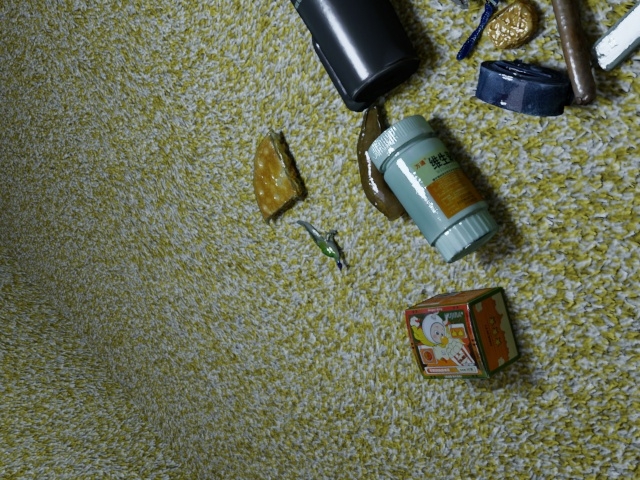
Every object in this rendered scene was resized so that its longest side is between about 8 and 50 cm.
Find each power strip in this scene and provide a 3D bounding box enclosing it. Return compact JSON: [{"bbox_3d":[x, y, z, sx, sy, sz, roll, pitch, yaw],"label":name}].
[{"bbox_3d":[0.571,-0.389,1.370,0.060,0.027,0.253,57,137,14],"label":"power strip"}]

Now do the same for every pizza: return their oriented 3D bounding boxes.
[{"bbox_3d":[-0.116,-0.169,2.166,0.197,0.058,0.292,24,122,38],"label":"pizza"}]

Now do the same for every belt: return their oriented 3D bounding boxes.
[{"bbox_3d":[0.400,-0.303,1.501,0.190,0.141,0.082,27,125,37],"label":"belt"}]

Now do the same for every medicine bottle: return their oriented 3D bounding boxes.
[{"bbox_3d":[0.255,-0.112,1.714,0.318,0.158,0.158,58,137,15],"label":"medicine bottle"}]

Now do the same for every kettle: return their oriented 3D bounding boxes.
[{"bbox_3d":[0.058,-0.472,1.757,0.262,0.203,0.308,-32,83,35],"label":"kettle"}]

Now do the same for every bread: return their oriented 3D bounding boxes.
[{"bbox_3d":[0.386,-0.432,1.541,0.110,0.044,0.083,-30,83,45],"label":"bread"}]

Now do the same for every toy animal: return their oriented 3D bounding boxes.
[{"bbox_3d":[0.006,-0.012,2.109,0.217,0.041,0.075,48,135,30],"label":"toy animal"}]

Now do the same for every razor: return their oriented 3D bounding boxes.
[{"bbox_3d":[0.330,-0.444,1.607,0.044,0.028,0.155,53,135,30],"label":"razor"}]

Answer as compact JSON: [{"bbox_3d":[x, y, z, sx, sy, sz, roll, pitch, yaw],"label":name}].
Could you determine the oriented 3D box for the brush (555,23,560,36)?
[{"bbox_3d":[0.464,-0.421,1.478,0.018,0.021,0.083,-19,90,54],"label":"brush"}]

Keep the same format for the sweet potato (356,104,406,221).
[{"bbox_3d":[0.148,-0.186,1.871,0.112,0.085,0.286,-11,85,14],"label":"sweet potato"}]

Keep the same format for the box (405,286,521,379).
[{"bbox_3d":[0.325,0.217,1.769,0.194,0.148,0.178,-12,94,48],"label":"box"}]

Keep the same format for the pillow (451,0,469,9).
[{"bbox_3d":[0.318,-0.605,1.540,0.169,0.059,0.255,56,135,15],"label":"pillow"}]

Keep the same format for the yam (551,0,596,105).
[{"bbox_3d":[0.474,-0.382,1.440,0.046,0.046,0.264,-18,83,49],"label":"yam"}]
